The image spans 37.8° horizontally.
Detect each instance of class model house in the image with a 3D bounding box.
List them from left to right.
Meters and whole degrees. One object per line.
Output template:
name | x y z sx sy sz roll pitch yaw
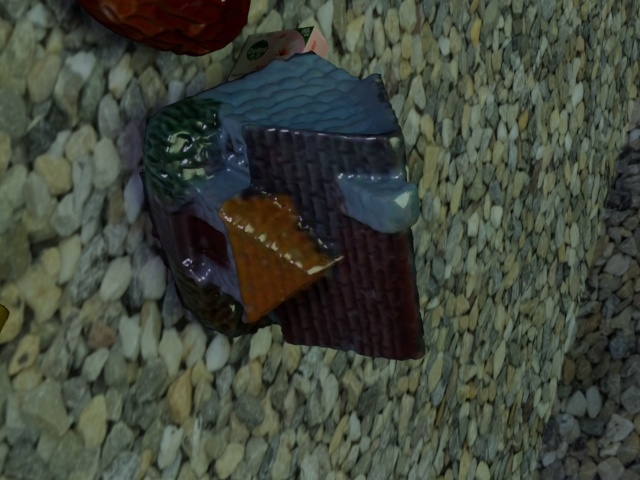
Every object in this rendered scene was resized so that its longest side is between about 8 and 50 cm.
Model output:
model house | 0.000 0.000 1.154 0.297 0.339 0.360 -26 124 -27

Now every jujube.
jujube | -0.184 -0.314 1.106 0.250 0.174 0.174 17 79 -56

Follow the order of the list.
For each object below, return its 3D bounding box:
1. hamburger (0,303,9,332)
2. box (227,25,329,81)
hamburger | -0.406 0.096 0.844 0.243 0.138 0.262 -51 155 -18
box | -0.059 -0.249 1.312 0.043 0.125 0.089 46 56 -44
